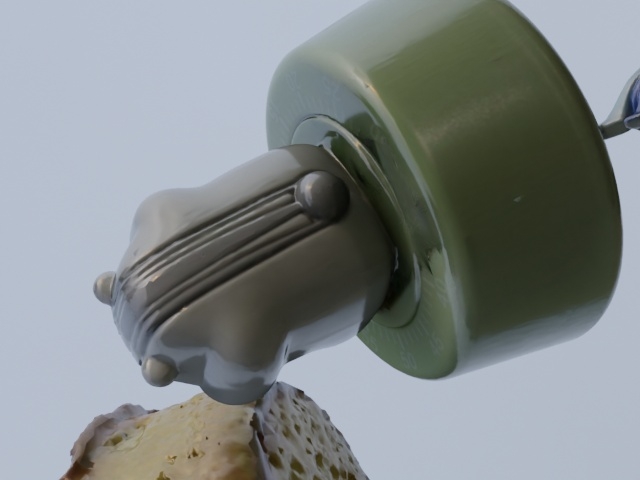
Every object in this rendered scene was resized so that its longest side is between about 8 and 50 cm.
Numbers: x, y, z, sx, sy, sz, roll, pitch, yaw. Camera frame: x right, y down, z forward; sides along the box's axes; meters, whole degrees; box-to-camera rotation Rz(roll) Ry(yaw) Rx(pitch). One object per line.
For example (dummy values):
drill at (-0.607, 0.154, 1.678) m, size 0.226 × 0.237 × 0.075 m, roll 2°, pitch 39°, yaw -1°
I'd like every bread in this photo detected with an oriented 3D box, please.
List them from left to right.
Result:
bread at (-0.060, 0.301, 1.178) m, size 0.398 × 0.215 × 0.398 m, roll 56°, pitch -166°, yaw -22°

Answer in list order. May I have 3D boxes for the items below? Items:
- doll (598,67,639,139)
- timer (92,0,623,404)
doll at (0.308, -0.128, 1.116) m, size 0.195 × 0.096 × 0.070 m, roll -27°, pitch -82°, yaw 2°
timer at (0.000, 0.000, 0.941) m, size 0.315 × 0.291 × 0.291 m, roll -26°, pitch -77°, yaw -21°
